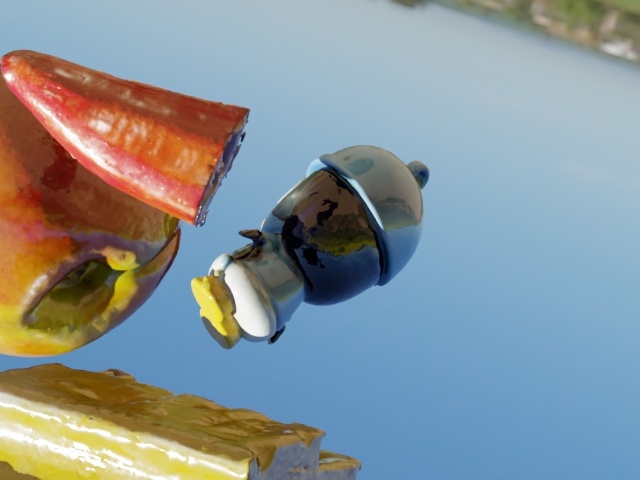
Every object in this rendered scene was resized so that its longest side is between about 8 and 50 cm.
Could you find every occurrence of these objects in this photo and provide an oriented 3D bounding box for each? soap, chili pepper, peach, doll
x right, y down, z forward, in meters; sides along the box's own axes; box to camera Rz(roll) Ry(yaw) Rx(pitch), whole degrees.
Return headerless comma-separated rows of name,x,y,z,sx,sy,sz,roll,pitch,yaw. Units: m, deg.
soap,-0.133,0.200,1.508,0.281,0.143,0.259,11,180,24
chili pepper,-0.137,-0.082,1.169,0.169,0.088,0.065,26,157,2
peach,-0.301,-0.044,1.762,0.308,0.308,0.332,11,-158,-43
doll,0.000,0.000,1.967,0.314,0.177,0.141,-32,-135,-21

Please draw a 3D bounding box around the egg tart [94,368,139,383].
egg tart,-0.241,0.189,1.878,0.129,0.129,0.049,23,162,33
